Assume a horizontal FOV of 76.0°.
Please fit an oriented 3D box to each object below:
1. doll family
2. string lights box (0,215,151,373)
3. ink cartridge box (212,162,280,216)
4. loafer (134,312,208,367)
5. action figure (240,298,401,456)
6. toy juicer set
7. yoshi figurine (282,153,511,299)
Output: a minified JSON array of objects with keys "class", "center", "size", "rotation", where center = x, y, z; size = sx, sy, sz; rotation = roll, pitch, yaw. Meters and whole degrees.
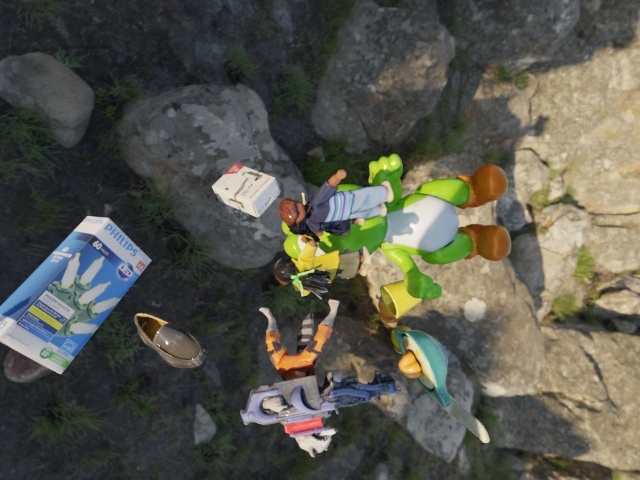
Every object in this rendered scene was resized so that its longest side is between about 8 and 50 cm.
[{"class":"doll family","center":[0.000,0.000,0.430],"size":[0.112,0.076,0.192],"rotation":[-5,129,-21]},{"class":"string lights box","center":[-0.456,0.093,0.760],"size":[0.259,0.077,0.133],"rotation":[-62,142,-31]},{"class":"ink cartridge box","center":[-0.186,-0.129,1.032],"size":[0.099,0.135,0.056],"rotation":[-53,151,-27]},{"class":"loafer","center":[-0.274,0.178,0.734],"size":[0.062,0.170,0.061],"rotation":[-57,144,-32]},{"class":"action figure","center":[0.003,0.309,0.941],"size":[0.178,0.342,0.329],"rotation":[76,10,-67]},{"class":"toy juicer set","center":[0.193,0.247,0.844],"size":[0.090,0.209,0.328],"rotation":[-23,80,-12]},{"class":"yoshi figurine","center":[0.127,-0.025,0.633],"size":[0.363,0.203,0.202],"rotation":[-7,137,-12]}]
